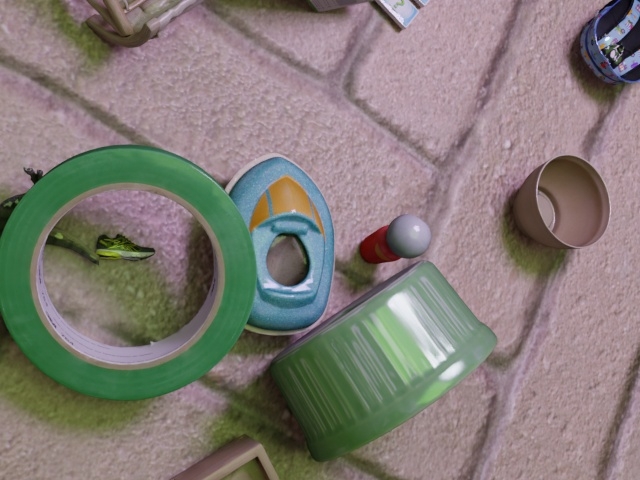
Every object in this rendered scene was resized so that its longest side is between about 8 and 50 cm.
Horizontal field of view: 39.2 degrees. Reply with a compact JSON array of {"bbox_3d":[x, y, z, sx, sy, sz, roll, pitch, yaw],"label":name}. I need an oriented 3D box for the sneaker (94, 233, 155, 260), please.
[{"bbox_3d":[-0.269,0.008,1.239,0.083,0.031,0.035,3,78,-26],"label":"sneaker"}]

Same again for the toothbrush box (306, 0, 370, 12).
[{"bbox_3d":[0.006,-0.523,1.369,0.122,0.206,0.283,-7,86,13],"label":"toothbrush box"}]

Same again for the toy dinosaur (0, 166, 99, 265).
[{"bbox_3d":[-0.415,-0.041,1.161,0.268,0.064,0.118,7,93,-26],"label":"toy dinosaur"}]

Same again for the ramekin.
[{"bbox_3d":[0.076,0.157,1.239,0.303,0.303,0.148,-32,87,-28],"label":"ramekin"}]

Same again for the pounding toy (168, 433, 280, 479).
[{"bbox_3d":[-0.139,0.394,1.197,0.206,0.094,0.181,-29,98,-19],"label":"pounding toy"}]

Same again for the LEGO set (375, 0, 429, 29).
[{"bbox_3d":[0.114,-0.506,1.525,0.244,0.060,0.182,45,60,-11],"label":"LEGO set"}]

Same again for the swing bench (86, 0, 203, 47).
[{"bbox_3d":[-0.246,-0.433,1.272,0.253,0.165,0.255,-43,105,-28],"label":"swing bench"}]

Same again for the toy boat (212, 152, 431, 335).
[{"bbox_3d":[0.000,0.000,1.310,0.318,0.148,0.268,-1,80,-26],"label":"toy boat"}]

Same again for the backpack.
[{"bbox_3d":[0.559,-0.364,1.683,0.173,0.117,0.158,-41,99,-28],"label":"backpack"}]

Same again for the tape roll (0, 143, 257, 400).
[{"bbox_3d":[-0.243,0.040,1.147,0.321,0.077,0.321,-2,100,-11],"label":"tape roll"}]

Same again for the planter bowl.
[{"bbox_3d":[0.401,-0.058,1.545,0.162,0.109,0.162,5,78,-26],"label":"planter bowl"}]
